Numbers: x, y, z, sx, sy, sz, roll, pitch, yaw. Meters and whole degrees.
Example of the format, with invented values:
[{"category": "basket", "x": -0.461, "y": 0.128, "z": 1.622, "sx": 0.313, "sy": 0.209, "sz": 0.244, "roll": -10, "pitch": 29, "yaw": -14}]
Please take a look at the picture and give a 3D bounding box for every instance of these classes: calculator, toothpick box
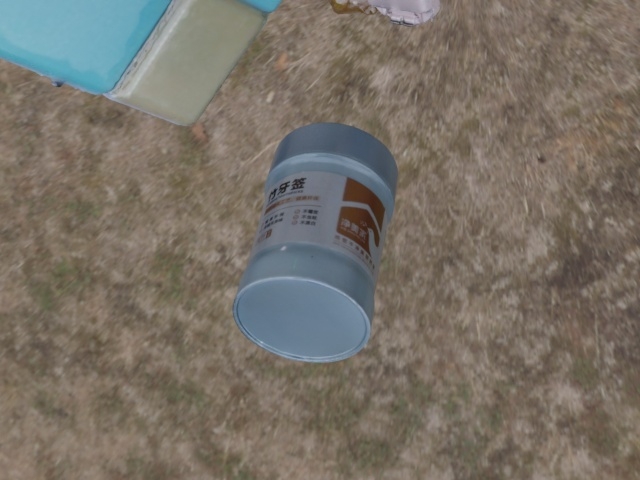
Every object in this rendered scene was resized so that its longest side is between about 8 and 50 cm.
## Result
[{"category": "calculator", "x": 0.080, "y": -0.315, "z": 1.169, "sx": 0.100, "sy": 0.032, "sz": 0.175, "roll": 22, "pitch": 137, "yaw": 44}, {"category": "toothpick box", "x": 0.000, "y": 0.000, "z": 0.794, "sx": 0.101, "sy": 0.153, "sz": 0.101, "roll": 7, "pitch": 140, "yaw": 6}]

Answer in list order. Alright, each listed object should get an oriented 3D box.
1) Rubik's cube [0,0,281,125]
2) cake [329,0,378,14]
[{"category": "Rubik's cube", "x": -0.092, "y": -0.198, "z": 0.410, "sx": 0.213, "sy": 0.224, "sz": 0.265, "roll": -53, "pitch": 52, "yaw": 18}, {"category": "cake", "x": 0.049, "y": -0.448, "z": 1.291, "sx": 0.196, "sy": 0.199, "sz": 0.293, "roll": -18, "pitch": 137, "yaw": 5}]
